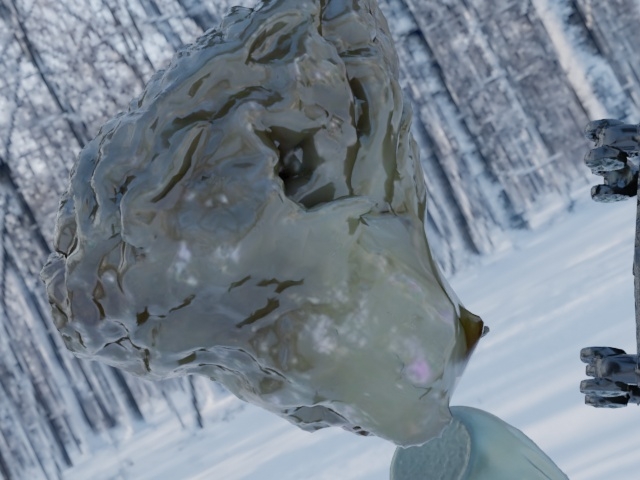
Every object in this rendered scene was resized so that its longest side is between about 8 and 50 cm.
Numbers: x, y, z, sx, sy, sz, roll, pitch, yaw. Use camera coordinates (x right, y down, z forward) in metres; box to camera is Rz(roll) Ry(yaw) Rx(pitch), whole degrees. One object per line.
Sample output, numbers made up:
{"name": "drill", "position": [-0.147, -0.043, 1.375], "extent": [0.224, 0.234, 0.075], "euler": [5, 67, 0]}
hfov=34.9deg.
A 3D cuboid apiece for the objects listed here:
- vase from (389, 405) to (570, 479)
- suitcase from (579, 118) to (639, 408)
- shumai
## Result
{"name": "vase", "position": [0.174, 0.244, 0.916], "extent": [0.128, 0.248, 0.128], "euler": [-31, 39, 30]}
{"name": "suitcase", "position": [0.315, 0.018, 0.598], "extent": [0.312, 0.202, 0.128], "euler": [0, -16, 18]}
{"name": "shumai", "position": [0.000, 0.000, 0.437], "extent": [0.206, 0.175, 0.166], "euler": [-50, -9, -34]}
